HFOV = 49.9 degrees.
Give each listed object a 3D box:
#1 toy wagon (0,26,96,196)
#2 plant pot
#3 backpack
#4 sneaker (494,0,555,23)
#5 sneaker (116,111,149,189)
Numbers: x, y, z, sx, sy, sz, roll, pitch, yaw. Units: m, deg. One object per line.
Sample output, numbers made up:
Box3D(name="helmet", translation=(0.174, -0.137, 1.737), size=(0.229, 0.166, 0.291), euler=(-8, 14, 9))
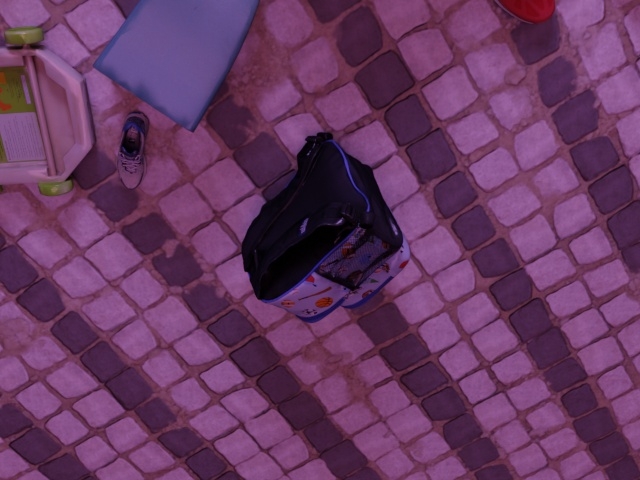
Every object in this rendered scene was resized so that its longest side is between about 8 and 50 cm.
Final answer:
Box3D(name="toy wagon", translation=(-0.548, -0.200, 1.108), size=(0.345, 0.068, 0.267), euler=(-3, 115, -2))
Box3D(name="plant pot", translation=(-0.195, -0.316, 1.035), size=(0.166, 0.165, 0.234), euler=(33, 100, -18))
Box3D(name="backpack", translation=(0.000, 0.000, 1.156), size=(0.263, 0.276, 0.213), euler=(-39, 125, 17))
Box3D(name="sneaker", translation=(0.292, -0.410, 1.038), size=(0.221, 0.128, 0.087), euler=(42, 107, -19))
Box3D(name="sneaker", translation=(-0.320, -0.145, 1.156), size=(0.052, 0.058, 0.135), euler=(6, 115, -7))
